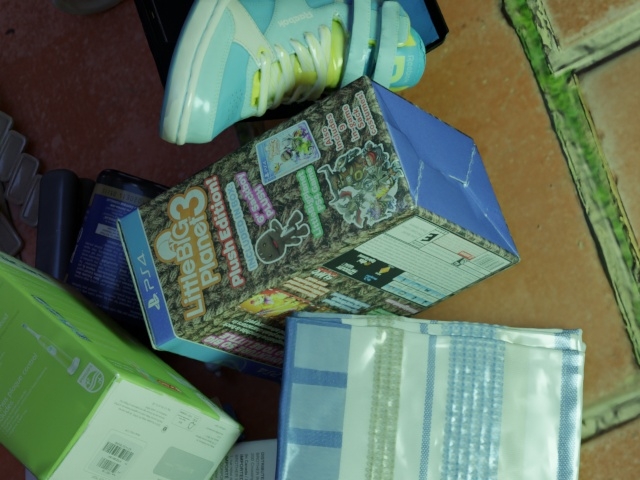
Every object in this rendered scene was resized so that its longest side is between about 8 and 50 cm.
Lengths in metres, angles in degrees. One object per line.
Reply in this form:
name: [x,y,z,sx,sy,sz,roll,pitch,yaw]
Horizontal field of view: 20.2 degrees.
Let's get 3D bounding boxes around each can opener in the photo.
can opener: [-0.299,0.067,1.955,0.095,0.076,0.283,-7,74,28]

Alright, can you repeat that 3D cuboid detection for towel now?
towel: [0.101,0.173,1.634,0.285,0.034,0.209,5,78,-5]

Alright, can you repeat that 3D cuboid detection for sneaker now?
sneaker: [-0.016,-0.167,1.675,0.208,0.319,0.127,19,127,7]

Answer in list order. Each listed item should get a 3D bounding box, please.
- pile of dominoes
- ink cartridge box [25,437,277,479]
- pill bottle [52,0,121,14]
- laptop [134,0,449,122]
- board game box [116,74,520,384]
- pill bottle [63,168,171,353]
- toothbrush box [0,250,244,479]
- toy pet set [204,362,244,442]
pile of dominoes: [-0.412,-0.072,2.091,0.196,0.040,0.251,-43,69,15]
ink cartridge box: [-0.091,0.338,1.723,0.395,0.151,0.270,-9,73,30]
pill bottle: [-0.277,-0.349,2.030,0.094,0.094,0.169,-27,66,22]
laptop: [-0.042,-0.257,1.844,0.136,0.264,0.234,-55,49,52]
board game box: [0.000,0.000,1.703,0.291,0.232,0.141,-28,65,21]
pill bottle: [-0.206,0.046,1.877,0.123,0.123,0.219,16,86,32]
toothbrush box: [-0.242,0.126,1.670,0.283,0.206,0.122,37,93,35]
toy pet set: [-0.119,0.162,1.843,0.122,0.065,0.114,-22,63,-10]
